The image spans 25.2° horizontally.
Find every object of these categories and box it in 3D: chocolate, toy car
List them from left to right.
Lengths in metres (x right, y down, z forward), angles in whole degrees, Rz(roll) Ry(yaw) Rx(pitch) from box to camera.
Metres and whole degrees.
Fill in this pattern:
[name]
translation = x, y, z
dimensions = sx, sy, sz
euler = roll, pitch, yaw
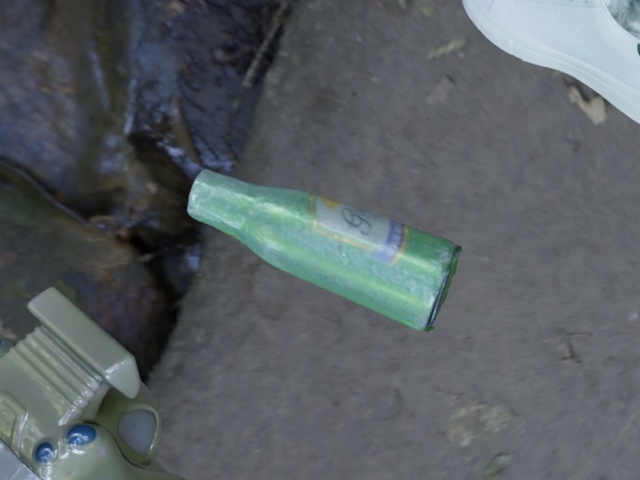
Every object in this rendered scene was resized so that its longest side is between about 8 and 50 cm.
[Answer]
[toy car]
translation = -0.272, 0.236, 1.704
dimensions = 0.242, 0.336, 0.226
euler = 35, 82, 34
[chocolate]
translation = 0.000, 0.000, 1.519
dimensions = 0.291, 0.110, 0.110
euler = 22, 93, 7

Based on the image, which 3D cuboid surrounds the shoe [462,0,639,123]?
[shoe]
translation = 0.235, -0.200, 1.238
dimensions = 0.095, 0.110, 0.265
euler = -35, 57, -29
